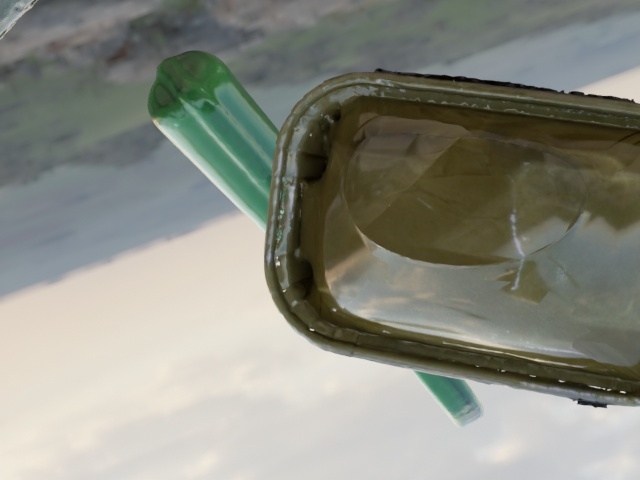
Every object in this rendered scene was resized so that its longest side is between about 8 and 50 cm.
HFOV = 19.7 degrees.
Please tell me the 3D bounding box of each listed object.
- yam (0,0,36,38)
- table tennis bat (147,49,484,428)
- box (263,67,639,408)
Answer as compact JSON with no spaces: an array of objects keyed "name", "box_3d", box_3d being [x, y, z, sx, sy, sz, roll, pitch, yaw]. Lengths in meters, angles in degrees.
[{"name":"yam","box_3d":[-0.087,-0.090,0.494,0.132,0.054,0.054,-40,173,25]},{"name":"table tennis bat","box_3d":[0.000,0.000,0.854,0.039,0.257,0.160,-42,-136,-1]},{"name":"box","box_3d":[0.068,-0.002,0.677,0.177,0.111,0.111,8,-168,20]}]
